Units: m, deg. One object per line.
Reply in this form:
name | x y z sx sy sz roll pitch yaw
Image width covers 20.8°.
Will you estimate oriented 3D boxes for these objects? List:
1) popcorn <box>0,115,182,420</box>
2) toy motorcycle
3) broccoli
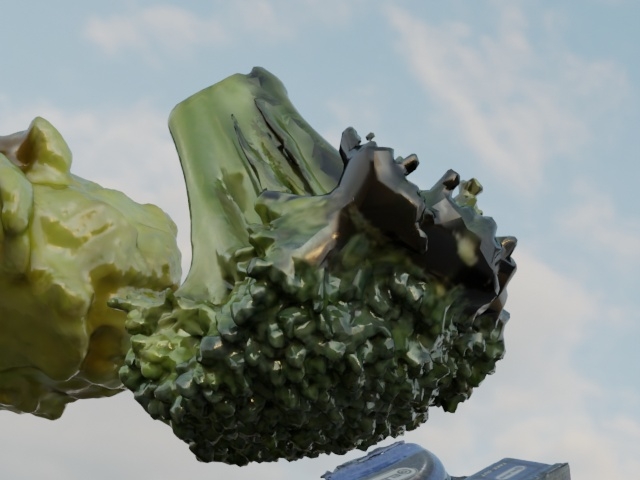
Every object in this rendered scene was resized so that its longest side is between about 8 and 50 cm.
popcorn | -0.213 0.025 1.250 0.256 0.195 0.255 17 -17 27
toy motorcycle | 0.049 0.270 1.494 0.212 0.125 0.358 3 16 42
broccoli | 0.000 0.000 1.021 0.263 0.243 0.247 -11 -33 -32
